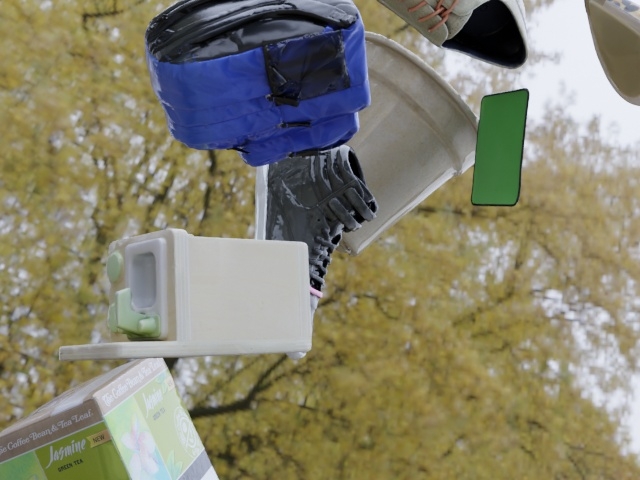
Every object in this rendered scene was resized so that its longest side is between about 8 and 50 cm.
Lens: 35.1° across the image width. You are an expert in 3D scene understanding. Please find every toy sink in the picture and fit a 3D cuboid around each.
[{"bbox_3d":[-0.148,0.060,1.088,0.234,0.131,0.152,2,-8,-37],"label":"toy sink"}]

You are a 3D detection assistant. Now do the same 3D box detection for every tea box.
[{"bbox_3d":[-0.354,0.404,1.738,0.220,0.329,0.324,-24,-87,11],"label":"tea box"}]

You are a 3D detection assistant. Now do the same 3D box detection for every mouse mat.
[{"bbox_3d":[0.291,-0.149,1.650,0.007,0.190,0.152,4,1,-21],"label":"mouse mat"}]

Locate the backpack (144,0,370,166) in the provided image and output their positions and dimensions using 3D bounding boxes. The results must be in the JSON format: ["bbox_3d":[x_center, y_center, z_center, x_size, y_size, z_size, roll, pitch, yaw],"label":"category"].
[{"bbox_3d":[-0.038,-0.096,0.593,0.120,0.098,0.101,-13,-60,-8],"label":"backpack"}]

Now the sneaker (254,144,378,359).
[{"bbox_3d":[0.000,0.000,1.293,0.146,0.296,0.104,-12,-24,19],"label":"sneaker"}]

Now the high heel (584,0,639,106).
[{"bbox_3d":[0.430,-0.227,1.198,0.261,0.186,0.093,48,-33,-2],"label":"high heel"}]

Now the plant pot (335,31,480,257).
[{"bbox_3d":[0.081,-0.149,1.832,0.334,0.305,0.334,42,-8,8],"label":"plant pot"}]

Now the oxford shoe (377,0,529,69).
[{"bbox_3d":[0.123,-0.320,1.190,0.397,0.147,0.140,15,-47,-40],"label":"oxford shoe"}]
